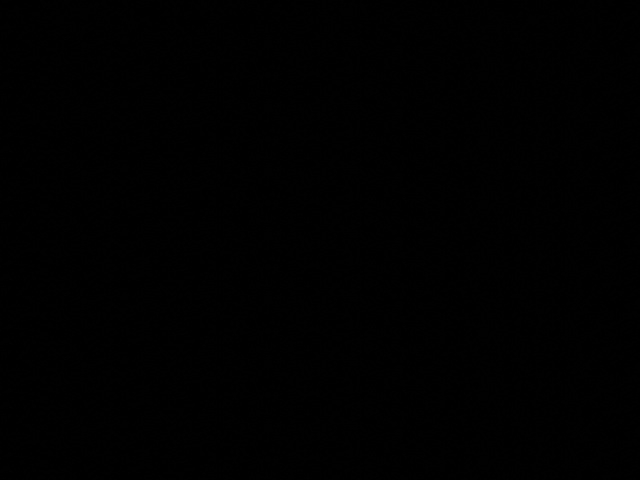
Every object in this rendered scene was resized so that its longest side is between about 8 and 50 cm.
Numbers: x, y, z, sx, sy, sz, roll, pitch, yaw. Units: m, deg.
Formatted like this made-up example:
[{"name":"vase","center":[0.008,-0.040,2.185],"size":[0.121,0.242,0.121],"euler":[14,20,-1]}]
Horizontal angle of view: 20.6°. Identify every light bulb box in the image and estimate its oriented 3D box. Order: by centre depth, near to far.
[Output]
[{"name":"light bulb box","center":[-0.034,0.035,0.161],"size":[0.358,0.361,0.225],"euler":[-77,149,-81]}]
